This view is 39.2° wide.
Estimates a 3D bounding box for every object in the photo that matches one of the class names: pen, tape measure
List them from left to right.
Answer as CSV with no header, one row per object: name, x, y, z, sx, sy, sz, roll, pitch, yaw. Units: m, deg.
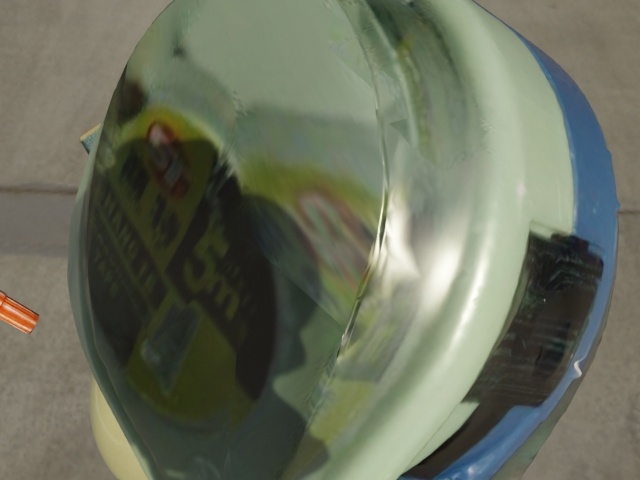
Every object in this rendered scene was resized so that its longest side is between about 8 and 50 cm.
pen,-0.390,0.026,0.904,0.239,0.028,0.028,37,31,-26
tape measure,-0.002,0.002,0.415,0.138,0.262,0.259,4,35,-46

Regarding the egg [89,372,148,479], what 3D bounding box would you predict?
egg,-0.099,0.120,0.762,0.186,0.241,0.186,22,26,-11

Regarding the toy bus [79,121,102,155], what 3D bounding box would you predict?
toy bus,-0.250,-0.076,1.428,0.138,0.167,0.275,-34,72,1
